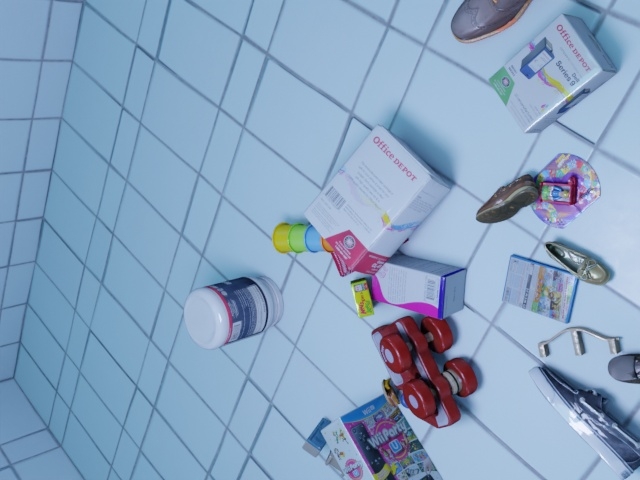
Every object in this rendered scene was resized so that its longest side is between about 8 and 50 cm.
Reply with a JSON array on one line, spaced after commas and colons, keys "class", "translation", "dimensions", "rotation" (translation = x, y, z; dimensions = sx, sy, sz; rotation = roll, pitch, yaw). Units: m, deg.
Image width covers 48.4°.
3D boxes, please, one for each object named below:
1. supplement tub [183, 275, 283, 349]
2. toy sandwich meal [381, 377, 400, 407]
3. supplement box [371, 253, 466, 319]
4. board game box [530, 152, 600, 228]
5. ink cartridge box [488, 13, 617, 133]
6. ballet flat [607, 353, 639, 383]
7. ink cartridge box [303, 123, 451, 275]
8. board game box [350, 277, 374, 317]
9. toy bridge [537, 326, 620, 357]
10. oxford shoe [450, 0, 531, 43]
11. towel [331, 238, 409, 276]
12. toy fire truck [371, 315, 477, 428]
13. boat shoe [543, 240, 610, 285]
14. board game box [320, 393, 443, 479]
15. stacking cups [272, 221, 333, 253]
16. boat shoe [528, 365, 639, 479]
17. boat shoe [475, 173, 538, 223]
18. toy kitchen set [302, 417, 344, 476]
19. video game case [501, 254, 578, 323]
[{"class": "supplement tub", "translation": [-0.267, 0.217, 2.204], "dimensions": [0.191, 0.272, 0.191], "rotation": [10, 105, 40]}, {"class": "toy sandwich meal", "translation": [0.196, 0.418, 1.967], "dimensions": [0.029, 0.085, 0.086], "rotation": [-24, 81, 14]}, {"class": "supplement box", "translation": [0.249, 0.113, 1.826], "dimensions": [0.220, 0.114, 0.111], "rotation": [14, 108, 38]}, {"class": "board game box", "translation": [0.529, -0.109, 1.580], "dimensions": [0.133, 0.033, 0.169], "rotation": [55, 129, 19]}, {"class": "ink cartridge box", "translation": [0.493, -0.353, 1.524], "dimensions": [0.212, 0.093, 0.154], "rotation": [-40, 71, 38]}, {"class": "ballet flat", "translation": [0.726, 0.271, 1.473], "dimensions": [0.249, 0.058, 0.084], "rotation": [-5, 73, 37]}, {"class": "ink cartridge box", "translation": [0.139, -0.098, 1.794], "dimensions": [0.306, 0.131, 0.226], "rotation": [-48, 57, 15]}, {"class": "board game box", "translation": [0.112, 0.152, 1.922], "dimensions": [0.043, 0.181, 0.092], "rotation": [-14, 89, 2]}, {"class": "toy bridge", "translation": [0.581, 0.227, 1.607], "dimensions": [0.188, 0.026, 0.063], "rotation": [-13, 89, 43]}, {"class": "oxford shoe", "translation": [0.404, -0.559, 1.533], "dimensions": [0.363, 0.132, 0.130], "rotation": [-37, 75, 41]}, {"class": "towel", "translation": [0.109, -0.034, 1.979], "dimensions": [0.274, 0.031, 0.199], "rotation": [-33, 76, 41]}, {"class": "toy fire truck", "translation": [0.251, 0.343, 1.861], "dimensions": [0.302, 0.169, 0.254], "rotation": [63, 157, 11]}, {"class": "boat shoe", "translation": [0.561, 0.048, 1.565], "dimensions": [0.153, 0.048, 0.056], "rotation": [40, 105, 33]}, {"class": "board game box", "translation": [0.171, 0.590, 1.919], "dimensions": [0.097, 0.224, 0.303], "rotation": [-46, 69, 39]}, {"class": "stacking cups", "translation": [0.000, 0.000, 2.005], "dimensions": [0.316, 0.096, 0.096], "rotation": [4, 101, 45]}, {"class": "boat shoe", "translation": [0.594, 0.380, 1.583], "dimensions": [0.102, 0.108, 0.301], "rotation": [-43, 52, 5]}, {"class": "boat shoe", "translation": [0.433, -0.094, 1.660], "dimensions": [0.178, 0.064, 0.060], "rotation": [-37, 40, 48]}, {"class": "toy kitchen set", "translation": [0.085, 0.585, 2.094], "dimensions": [0.207, 0.122, 0.166], "rotation": [33, 121, 10]}, {"class": "video game case", "translation": [0.509, 0.111, 1.656], "dimensions": [0.166, 0.015, 0.119], "rotation": [20, 111, 38]}]
